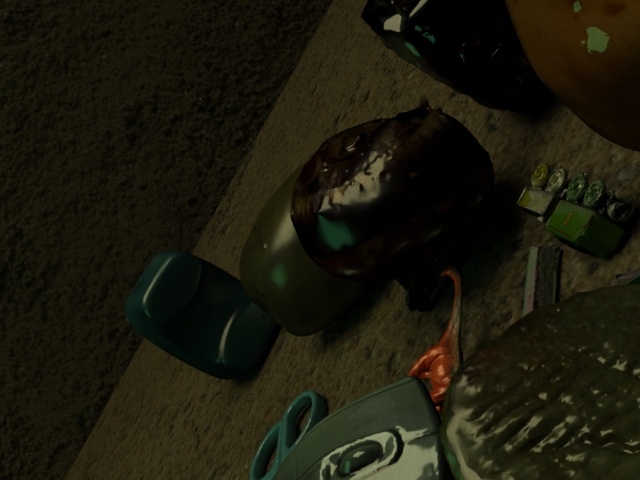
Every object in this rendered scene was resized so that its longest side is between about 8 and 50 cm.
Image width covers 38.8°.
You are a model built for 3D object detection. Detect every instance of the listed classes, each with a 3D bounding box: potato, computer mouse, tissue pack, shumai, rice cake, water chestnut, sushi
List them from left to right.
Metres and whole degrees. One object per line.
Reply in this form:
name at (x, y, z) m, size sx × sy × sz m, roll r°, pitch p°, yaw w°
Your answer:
tissue pack at (-0.250, 0.154, 1.872) m, size 0.198 × 0.287 × 0.206 m, roll -64°, pitch 18°, yaw -18°
potato at (0.000, 0.000, 1.543) m, size 0.326 × 0.221 × 0.243 m, roll -50°, pitch 15°, yaw 11°
computer mouse at (0.025, 0.298, 1.053) m, size 0.371 × 0.121 × 0.188 m, roll -47°, pitch 37°, yaw 35°
water chestnut at (0.113, -0.037, 1.276) m, size 0.300 × 0.300 × 0.300 m, roll -51°, pitch 18°, yaw 23°
sushi at (0.258, -0.359, 1.332) m, size 0.294 × 0.299 × 0.281 m, roll -55°, pitch 39°, yaw 16°
rice cake at (0.245, 0.077, 1.020) m, size 0.033 × 0.033 × 0.208 m, roll -55°, pitch 12°, yaw 47°
shumai at (0.241, 0.170, 0.740) m, size 0.271 × 0.204 × 0.222 m, roll -7°, pitch 45°, yaw 24°

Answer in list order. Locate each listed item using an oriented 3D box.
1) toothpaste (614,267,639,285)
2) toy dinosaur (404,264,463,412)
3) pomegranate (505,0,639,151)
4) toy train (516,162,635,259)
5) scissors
toothpaste at (0.294, 0.089, 0.865) m, size 0.045 × 0.028 × 0.170 m, roll -26°, pitch 31°, yaw 42°
toy dinosaur at (0.146, 0.152, 1.108) m, size 0.101 × 0.055 × 0.280 m, roll -37°, pitch 40°, yaw 34°
pomegranate at (0.355, -0.263, 0.759) m, size 0.410 × 0.410 × 0.410 m, roll -51°, pitch 18°, yaw 23°
toy train at (0.289, -0.037, 1.050) m, size 0.081 × 0.060 × 0.202 m, roll -62°, pitch 14°, yaw 6°
scissors at (-0.057, 0.401, 1.318) m, size 0.192 × 0.029 × 0.447 m, roll -51°, pitch 18°, yaw 25°
